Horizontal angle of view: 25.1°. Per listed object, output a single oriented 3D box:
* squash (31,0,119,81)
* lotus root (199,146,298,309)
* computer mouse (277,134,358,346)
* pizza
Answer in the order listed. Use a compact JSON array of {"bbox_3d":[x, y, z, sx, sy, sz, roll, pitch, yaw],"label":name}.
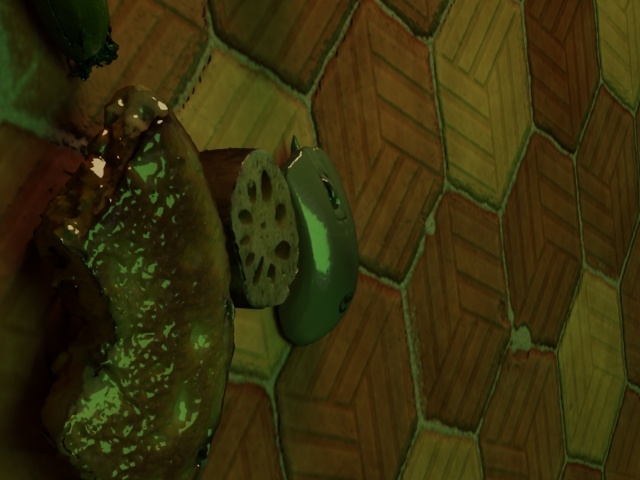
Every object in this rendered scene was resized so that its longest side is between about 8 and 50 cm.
[{"bbox_3d":[-0.172,-0.180,0.909,0.052,0.052,0.183,-60,143,-40],"label":"squash"},{"bbox_3d":[-0.068,-0.009,1.065,0.112,0.081,0.122,-46,129,-52],"label":"lotus root"},{"bbox_3d":[0.000,0.000,1.212,0.089,0.056,0.182,-27,114,-62],"label":"computer mouse"},{"bbox_3d":[-0.128,0.049,0.952,0.161,0.085,0.305,-8,104,-47],"label":"pizza"}]
